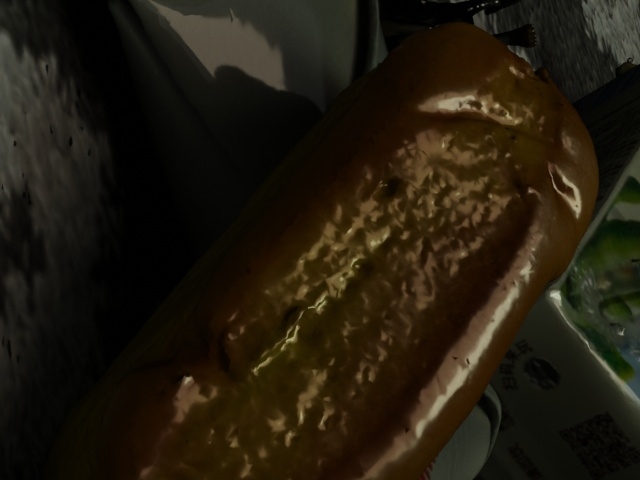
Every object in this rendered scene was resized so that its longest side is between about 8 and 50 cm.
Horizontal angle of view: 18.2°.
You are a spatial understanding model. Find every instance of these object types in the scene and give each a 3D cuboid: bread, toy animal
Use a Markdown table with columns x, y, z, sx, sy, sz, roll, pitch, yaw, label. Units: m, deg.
| x | y | z | sx | sy | sz | roll | pitch | yaw | label |
| --- | --- | --- | --- | --- | --- | --- | --- | --- | --- |
| 0.005 | 0.026 | 0.687 | 0.102 | 0.094 | 0.245 | 47 | 62 | -13 | bread |
| 0.059 | -0.108 | 1.027 | 0.108 | 0.062 | 0.220 | -15 | 97 | -48 | toy animal |

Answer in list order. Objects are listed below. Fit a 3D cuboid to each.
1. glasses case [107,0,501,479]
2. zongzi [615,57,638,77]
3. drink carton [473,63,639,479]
| x | y | z | sx | sy | sz | roll | pitch | yaw | label |
| --- | --- | --- | --- | --- | --- | --- | --- | --- | --- |
| -0.001 | 0.001 | 0.800 | 0.128 | 0.083 | 0.308 | -53 | 129 | -60 | glasses case |
| 0.355 | 0.076 | 1.371 | 0.181 | 0.418 | 0.447 | -49 | 166 | -16 | zongzi |
| 0.177 | 0.043 | 1.035 | 0.194 | 0.132 | 0.324 | 51 | 36 | -8 | drink carton |
